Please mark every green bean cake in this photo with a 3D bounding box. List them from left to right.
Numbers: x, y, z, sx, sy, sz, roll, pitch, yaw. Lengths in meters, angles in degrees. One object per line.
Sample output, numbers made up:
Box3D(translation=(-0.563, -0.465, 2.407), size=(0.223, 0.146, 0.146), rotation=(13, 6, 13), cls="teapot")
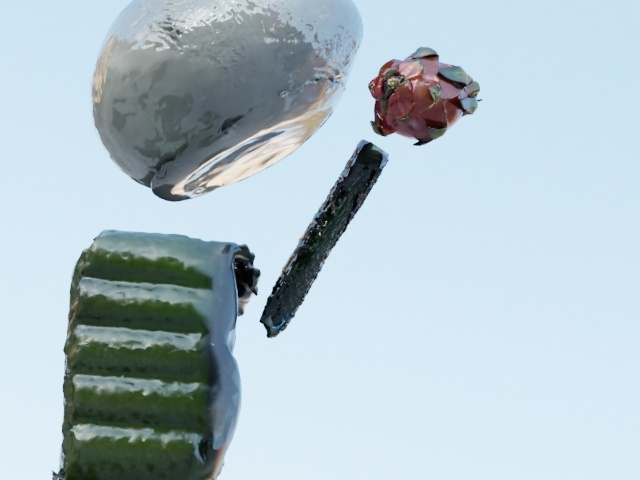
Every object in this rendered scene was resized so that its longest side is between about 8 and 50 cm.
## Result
Box3D(translation=(-0.189, 0.170, 2.289), size=(0.218, 0.319, 0.335), rotation=(5, -14, -3), cls="green bean cake")

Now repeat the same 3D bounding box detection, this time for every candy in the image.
Box3D(translation=(-0.093, -0.166, 1.881), size=(0.185, 0.295, 0.295), rotation=(54, -24, 11), cls="candy")

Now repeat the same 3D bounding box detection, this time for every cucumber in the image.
Box3D(translation=(-0.001, 0.000, 2.289), size=(0.043, 0.256, 0.044), rotation=(32, -8, -13), cls="cucumber")

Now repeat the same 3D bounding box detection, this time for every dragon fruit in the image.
Box3D(translation=(0.095, -0.131, 1.787), size=(0.086, 0.116, 0.081), rotation=(29, -59, 25), cls="dragon fruit")
